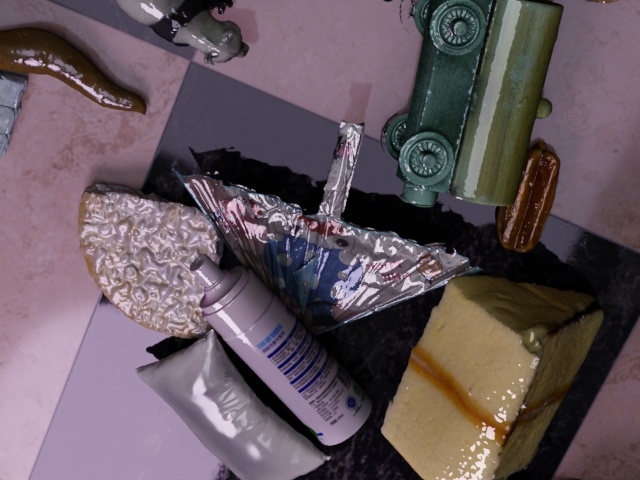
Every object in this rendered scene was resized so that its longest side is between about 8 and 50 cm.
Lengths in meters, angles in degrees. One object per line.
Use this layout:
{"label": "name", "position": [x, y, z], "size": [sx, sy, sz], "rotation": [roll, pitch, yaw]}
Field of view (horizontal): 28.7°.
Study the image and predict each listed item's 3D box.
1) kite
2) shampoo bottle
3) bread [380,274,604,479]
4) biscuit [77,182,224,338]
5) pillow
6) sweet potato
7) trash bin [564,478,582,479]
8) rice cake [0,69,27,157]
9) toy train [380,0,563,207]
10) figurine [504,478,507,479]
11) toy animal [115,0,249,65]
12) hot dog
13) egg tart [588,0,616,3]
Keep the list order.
{"label": "kite", "position": [0.000, 0.000, 1.566], "size": [0.406, 0.014, 0.368], "rotation": [17, 129, 4]}
{"label": "shampoo bottle", "position": [-0.060, 0.134, 1.618], "size": [0.092, 0.092, 0.303], "rotation": [-38, 109, 14]}
{"label": "bread", "position": [0.254, 0.195, 1.561], "size": [0.236, 0.198, 0.263], "rotation": [8, 115, -33]}
{"label": "biscuit", "position": [-0.208, 0.022, 1.642], "size": [0.188, 0.040, 0.265], "rotation": [-36, 103, 14]}
{"label": "pillow", "position": [-0.116, 0.232, 1.668], "size": [0.144, 0.078, 0.254], "rotation": [-31, 106, 35]}
{"label": "sweet potato", "position": [-0.331, -0.223, 1.568], "size": [0.249, 0.059, 0.069], "rotation": [20, 127, -6]}
{"label": "trash bin", "position": [0.284, 0.452, 1.669], "size": [0.164, 0.122, 0.240], "rotation": [8, 115, -38]}
{"label": "rice cake", "position": [-0.490, -0.184, 1.598], "size": [0.211, 0.038, 0.124], "rotation": [20, 107, -2]}
{"label": "toy train", "position": [0.183, -0.184, 1.522], "size": [0.189, 0.126, 0.307], "rotation": [6, 108, -18]}
{"label": "figurine", "position": [0.205, 0.332, 1.702], "size": [0.098, 0.081, 0.146], "rotation": [-21, 104, -35]}
{"label": "toy animal", "position": [-0.181, -0.290, 1.501], "size": [0.225, 0.121, 0.094], "rotation": [44, 105, -11]}
{"label": "hot dog", "position": [0.264, -0.055, 1.586], "size": [0.062, 0.038, 0.144], "rotation": [15, 105, 2]}
{"label": "egg tart", "position": [0.340, -0.345, 1.486], "size": [0.129, 0.049, 0.129], "rotation": [1, 113, 2]}
